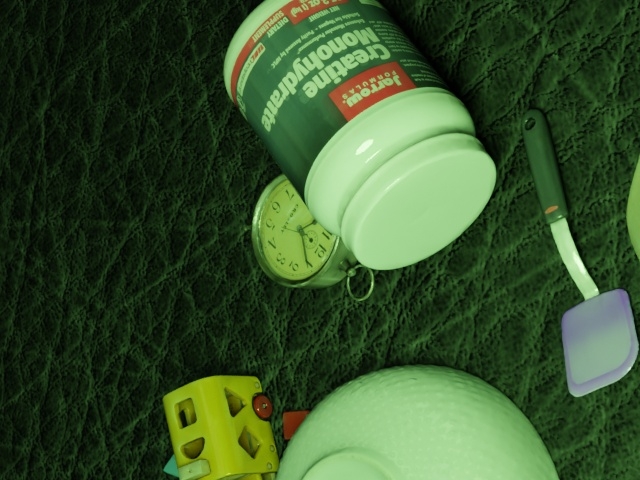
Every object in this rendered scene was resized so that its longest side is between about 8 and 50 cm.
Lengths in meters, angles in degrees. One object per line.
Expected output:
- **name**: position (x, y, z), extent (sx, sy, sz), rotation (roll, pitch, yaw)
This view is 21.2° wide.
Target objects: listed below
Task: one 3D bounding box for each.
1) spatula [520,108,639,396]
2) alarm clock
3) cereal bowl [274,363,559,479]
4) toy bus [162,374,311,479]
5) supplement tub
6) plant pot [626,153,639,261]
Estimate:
- **spatula**: position (0.244, 0.003, 1.672), extent (0.084, 0.030, 0.296), rotation (-27, 68, 34)
- **alarm clock**: position (0.000, 0.000, 1.859), extent (0.192, 0.064, 0.129), rotation (47, 115, 36)
- **cereal bowl**: position (0.072, 0.290, 1.716), extent (0.339, 0.141, 0.339), rotation (-6, 81, 39)
- **toy bus**: position (-0.110, 0.249, 1.898), extent (0.202, 0.104, 0.191), rotation (29, 104, 39)
- **supplement tub**: position (0.038, -0.124, 1.756), extent (0.191, 0.191, 0.272), rotation (-51, 56, 24)
- **plant pot**: position (0.391, 0.019, 1.340), extent (0.334, 0.333, 0.305), rotation (-60, 18, 18)
